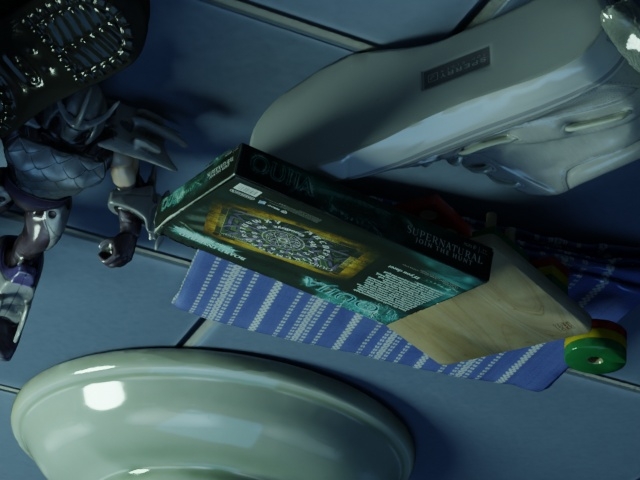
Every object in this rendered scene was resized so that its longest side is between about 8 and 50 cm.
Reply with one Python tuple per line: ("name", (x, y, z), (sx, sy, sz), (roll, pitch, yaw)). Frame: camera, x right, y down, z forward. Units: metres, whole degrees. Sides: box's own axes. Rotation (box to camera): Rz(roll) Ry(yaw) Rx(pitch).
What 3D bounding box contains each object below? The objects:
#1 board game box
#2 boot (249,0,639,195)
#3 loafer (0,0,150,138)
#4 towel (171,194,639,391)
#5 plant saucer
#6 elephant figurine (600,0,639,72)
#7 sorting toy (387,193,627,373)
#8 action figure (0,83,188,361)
("board game box", (0.000, 0.000, 1.030), (0.186, 0.026, 0.126), (23, 154, -23))
("boot", (0.090, -0.063, 1.004), (0.258, 0.095, 0.123), (-14, 138, 29))
("loafer", (-0.182, -0.118, 0.968), (0.220, 0.078, 0.080), (-12, 124, 32))
("towel", (0.067, 0.035, 1.254), (0.336, 0.040, 0.243), (13, 151, -9))
("plant saucer", (-0.109, 0.233, 1.559), (0.400, 0.100, 0.400), (4, 151, 2))
("elephant figurine", (0.317, -0.100, 0.864), (0.239, 0.169, 0.186), (-27, 169, 39))
("sorting toy", (0.100, 0.027, 1.138), (0.132, 0.046, 0.274), (-17, 142, 36))
("action figure", (-0.205, -0.028, 1.121), (0.185, 0.099, 0.285), (26, 142, -15))
